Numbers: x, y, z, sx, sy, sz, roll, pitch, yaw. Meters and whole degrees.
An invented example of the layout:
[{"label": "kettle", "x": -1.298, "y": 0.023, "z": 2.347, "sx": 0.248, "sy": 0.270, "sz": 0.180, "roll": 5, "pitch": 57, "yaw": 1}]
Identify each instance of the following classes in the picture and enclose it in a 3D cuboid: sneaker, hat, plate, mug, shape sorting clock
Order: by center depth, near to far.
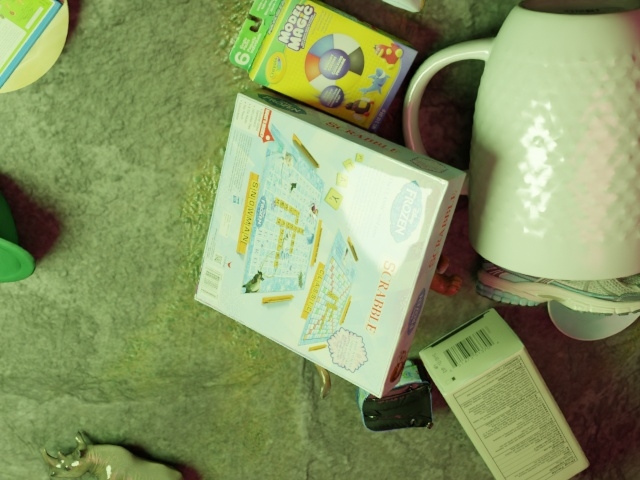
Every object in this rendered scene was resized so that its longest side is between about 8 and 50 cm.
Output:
[{"label": "shape sorting clock", "x": -0.410, "y": -0.278, "z": 1.203, "sx": 0.206, "sy": 0.040, "sz": 0.206, "roll": -5, "pitch": 121, "yaw": -8}, {"label": "hat", "x": -0.448, "y": -0.064, "z": 1.316, "sx": 0.173, "sy": 0.184, "sz": 0.208, "roll": 11, "pitch": 155, "yaw": -12}, {"label": "mug", "x": 0.293, "y": -0.155, "z": 1.339, "sx": 0.374, "sy": 0.276, "sz": 0.328, "roll": 5, "pitch": 113, "yaw": 17}, {"label": "sneaker", "x": 0.384, "y": 0.041, "z": 1.511, "sx": 0.283, "sy": 0.110, "sz": 0.122, "roll": 4, "pitch": 104, "yaw": -1}, {"label": "plate", "x": 0.454, "y": 0.078, "z": 1.616, "sx": 0.188, "sy": 0.024, "sz": 0.188, "roll": -6, "pitch": 117, "yaw": -12}]

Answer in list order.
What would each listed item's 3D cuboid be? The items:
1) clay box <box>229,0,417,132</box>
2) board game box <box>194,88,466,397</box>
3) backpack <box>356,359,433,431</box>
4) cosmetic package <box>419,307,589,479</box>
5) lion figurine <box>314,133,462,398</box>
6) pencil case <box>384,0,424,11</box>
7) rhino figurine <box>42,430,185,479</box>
[{"label": "clay box", "x": 0.003, "y": -0.244, "z": 1.318, "sx": 0.222, "sy": 0.053, "sz": 0.127, "roll": 19, "pitch": 110, "yaw": -23}, {"label": "board game box", "x": 0.000, "y": 0.000, "z": 1.325, "sx": 0.318, "sy": 0.066, "sz": 0.319, "roll": 26, "pitch": 116, "yaw": 23}, {"label": "backpack", "x": 0.115, "y": 0.250, "z": 1.584, "sx": 0.114, "sy": 0.084, "sz": 0.105, "roll": -10, "pitch": 121, "yaw": -7}, {"label": "cosmetic package", "x": 0.301, "y": 0.276, "z": 1.620, "sx": 0.153, "sy": 0.129, "sz": 0.296, "roll": -31, "pitch": 119, "yaw": 1}, {"label": "lion figurine", "x": 0.038, "y": 0.048, "z": 1.433, "sx": 0.240, "sy": 0.142, "sz": 0.392, "roll": 33, "pitch": 109, "yaw": -19}, {"label": "pencil case", "x": 0.126, "y": -0.421, "z": 1.223, "sx": 0.124, "sy": 0.113, "sz": 0.273, "roll": 10, "pitch": 114, "yaw": -30}, {"label": "rhino figurine", "x": -0.320, "y": 0.366, "z": 1.543, "sx": 0.243, "sy": 0.073, "sz": 0.106, "roll": 29, "pitch": 111, "yaw": -24}]
